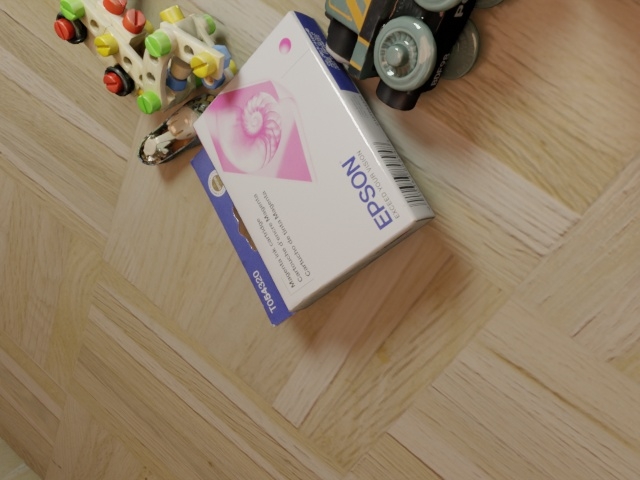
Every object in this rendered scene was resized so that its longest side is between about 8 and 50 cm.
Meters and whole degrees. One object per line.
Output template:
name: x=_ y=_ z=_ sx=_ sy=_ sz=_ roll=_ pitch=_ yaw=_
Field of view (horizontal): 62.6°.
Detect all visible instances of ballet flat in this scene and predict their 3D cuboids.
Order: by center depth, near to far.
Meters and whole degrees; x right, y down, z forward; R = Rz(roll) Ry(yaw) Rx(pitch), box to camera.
ballet flat: x=-0.236 y=-0.174 z=0.862 sx=0.188 sy=0.070 sz=0.070 roll=-30 pitch=94 yaw=35

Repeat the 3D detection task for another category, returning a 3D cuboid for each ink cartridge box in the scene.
ink cartridge box: x=-0.055 y=-0.079 z=0.741 sx=0.330 sy=0.071 sz=0.324 roll=-38 pitch=74 yaw=32

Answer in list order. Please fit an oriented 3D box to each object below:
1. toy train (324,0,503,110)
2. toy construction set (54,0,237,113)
toy train: x=0.108 y=-0.311 z=0.555 sx=0.190 sy=0.142 sz=0.334 roll=44 pitch=136 yaw=23
toy construction set: x=-0.268 y=-0.327 z=0.762 sx=0.215 sy=0.151 sz=0.328 roll=-31 pitch=89 yaw=47
